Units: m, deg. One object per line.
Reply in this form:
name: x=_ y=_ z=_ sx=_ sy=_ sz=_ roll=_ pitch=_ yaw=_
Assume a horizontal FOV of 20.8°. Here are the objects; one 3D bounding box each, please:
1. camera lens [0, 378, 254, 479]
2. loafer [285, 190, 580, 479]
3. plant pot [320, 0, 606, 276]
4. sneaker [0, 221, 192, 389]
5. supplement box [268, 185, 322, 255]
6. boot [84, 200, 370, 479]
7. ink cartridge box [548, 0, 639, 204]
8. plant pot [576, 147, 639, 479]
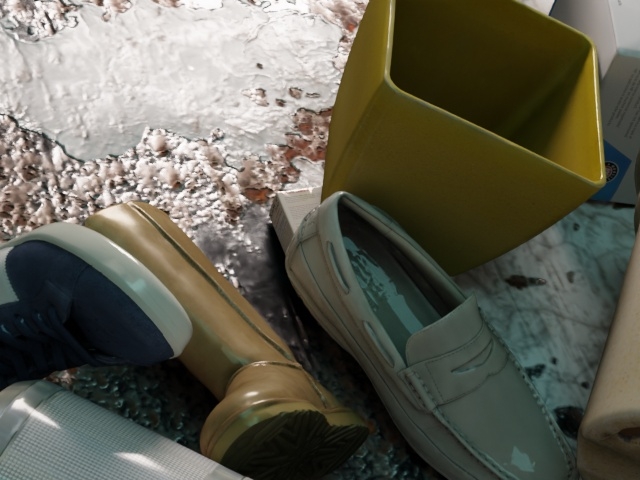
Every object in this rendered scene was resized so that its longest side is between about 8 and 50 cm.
camera lens: x=-0.145 y=0.237 z=1.194 sx=0.274 sy=0.219 sz=0.219 roll=25 pitch=48 yaw=6
loafer: x=0.096 y=0.093 z=1.441 sx=0.319 sy=0.111 sz=0.112 roll=45 pitch=58 yaw=9
plant pot: x=0.108 y=-0.097 z=1.548 sx=0.212 sy=0.187 sz=0.212 roll=24 pitch=41 yaw=-16
sneaker: x=-0.242 y=0.075 z=1.296 sx=0.350 sy=0.131 sz=0.148 roll=2 pitch=45 yaw=47
supplement box: x=0.000 y=0.000 z=1.561 sx=0.062 sy=0.036 sz=0.098 roll=-8 pitch=55 yaw=-22
boot: x=-0.103 y=0.077 z=1.381 sx=0.089 sy=0.236 sz=0.269 roll=-46 pitch=70 yaw=6
ink cartridge box: x=0.369 y=-0.160 z=1.695 sx=0.270 sy=0.198 sz=0.197 roll=7 pitch=48 yaw=-11
plant pot: x=0.365 y=0.094 z=1.426 sx=0.334 sy=0.334 sz=0.305 roll=26 pitch=59 yaw=7
